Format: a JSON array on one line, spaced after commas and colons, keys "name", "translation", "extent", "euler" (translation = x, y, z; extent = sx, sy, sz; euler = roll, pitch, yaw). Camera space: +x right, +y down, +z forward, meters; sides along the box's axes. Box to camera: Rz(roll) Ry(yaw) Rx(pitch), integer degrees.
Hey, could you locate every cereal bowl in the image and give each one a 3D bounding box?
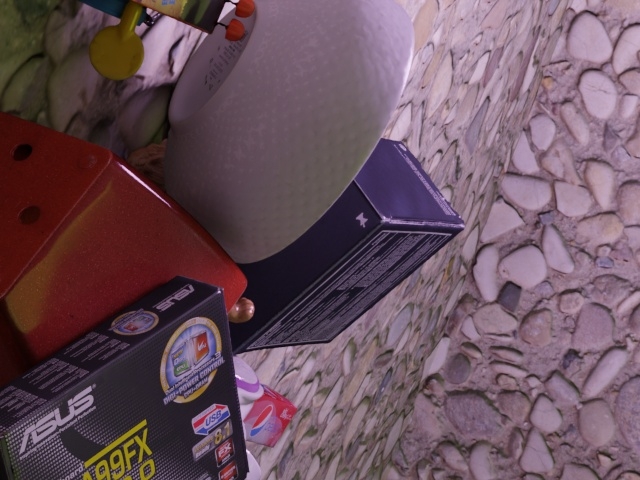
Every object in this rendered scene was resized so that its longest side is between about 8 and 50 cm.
[{"name": "cereal bowl", "translation": [-0.061, -0.152, 1.421], "extent": [0.339, 0.141, 0.339], "euler": [-43, -153, 29]}]

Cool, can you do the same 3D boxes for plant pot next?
[{"name": "plant pot", "translation": [-0.273, 0.029, 1.263], "extent": [0.267, 0.267, 0.235], "euler": [-56, 148, -25]}]

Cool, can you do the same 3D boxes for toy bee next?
[{"name": "toy bee", "translation": [-0.150, -0.263, 1.324], "extent": [0.298, 0.162, 0.195], "euler": [-35, 145, -58]}]

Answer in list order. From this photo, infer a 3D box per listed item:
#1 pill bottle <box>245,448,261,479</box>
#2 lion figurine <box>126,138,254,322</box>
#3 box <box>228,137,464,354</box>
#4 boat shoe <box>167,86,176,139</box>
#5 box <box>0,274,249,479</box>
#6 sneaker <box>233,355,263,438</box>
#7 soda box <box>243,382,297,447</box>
[{"name": "pill bottle", "translation": [-0.195, 0.372, 1.783], "extent": [0.245, 0.136, 0.136], "euler": [-45, 156, -28]}, {"name": "lion figurine", "translation": [-0.237, 0.085, 1.597], "extent": [0.392, 0.142, 0.240], "euler": [-54, 136, -10]}, {"name": "box", "translation": [0.000, 0.000, 1.885], "extent": [0.296, 0.182, 0.294], "euler": [-42, 163, 20]}, {"name": "boat shoe", "translation": [-0.136, -0.065, 1.713], "extent": [0.110, 0.122, 0.341], "euler": [-41, 150, -50]}, {"name": "box", "translation": [-0.181, 0.185, 1.186], "extent": [0.270, 0.060, 0.216], "euler": [-34, 129, -43]}, {"name": "sneaker", "translation": [-0.163, 0.232, 1.741], "extent": [0.152, 0.114, 0.305], "euler": [-50, -175, 16]}, {"name": "soda box", "translation": [-0.123, 0.296, 2.321], "extent": [0.092, 0.083, 0.263], "euler": [-57, 162, -3]}]
